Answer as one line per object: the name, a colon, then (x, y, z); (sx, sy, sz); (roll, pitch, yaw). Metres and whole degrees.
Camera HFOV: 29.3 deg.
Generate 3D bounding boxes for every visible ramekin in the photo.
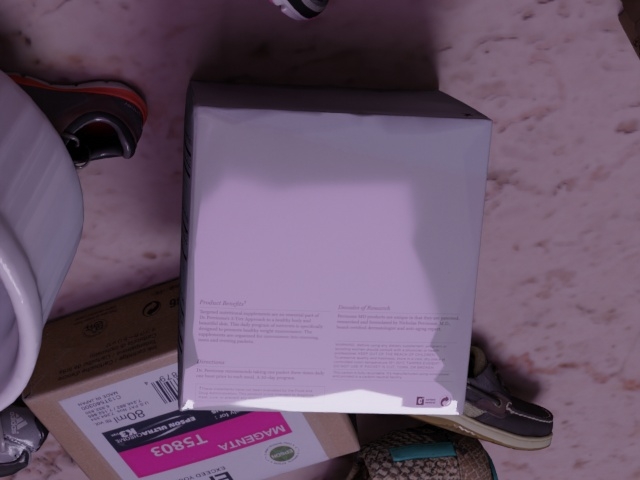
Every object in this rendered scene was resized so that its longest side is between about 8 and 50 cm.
ramekin: (-0.294, -0.014, 0.815); (0.277, 0.135, 0.277); (10, 133, 11)

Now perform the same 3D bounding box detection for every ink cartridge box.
ink cartridge box: (-0.105, 0.128, 1.048); (0.234, 0.088, 0.193); (-19, 131, 9)

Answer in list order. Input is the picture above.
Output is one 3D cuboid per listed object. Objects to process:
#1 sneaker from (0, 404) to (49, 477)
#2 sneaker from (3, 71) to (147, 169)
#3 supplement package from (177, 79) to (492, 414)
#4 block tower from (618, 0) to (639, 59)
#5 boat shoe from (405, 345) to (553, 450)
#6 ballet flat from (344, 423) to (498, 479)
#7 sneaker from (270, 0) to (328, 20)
sneaker: (-0.297, 0.140, 1.048); (0.132, 0.086, 0.229); (3, 143, -16)
sneaker: (-0.202, -0.078, 0.859); (0.157, 0.065, 0.061); (-5, 133, -3)
supplement package: (0.000, 0.000, 0.850); (0.194, 0.149, 0.203); (2, 104, -8)
block tower: (0.336, -0.224, 0.773); (0.091, 0.097, 0.335); (29, 122, -30)
boat shoe: (0.128, 0.130, 1.086); (0.223, 0.080, 0.073); (19, 95, -29)
ballet flat: (-0.006, 0.346, 1.202); (0.182, 0.164, 0.483); (6, 131, -28)
sneaker: (-0.013, -0.213, 0.758); (0.074, 0.063, 0.170); (-11, 128, 11)
